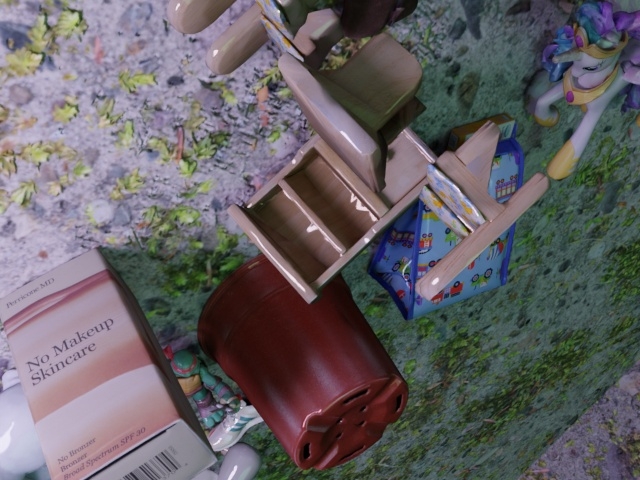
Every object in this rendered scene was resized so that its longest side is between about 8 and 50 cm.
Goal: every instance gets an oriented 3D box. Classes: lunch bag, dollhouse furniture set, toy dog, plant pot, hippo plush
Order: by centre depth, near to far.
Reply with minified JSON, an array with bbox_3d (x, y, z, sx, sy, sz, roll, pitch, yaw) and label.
[{"bbox_3d":[0.004,-0.077,0.789,0.256,0.362,0.394,-43,172,2],"label":"dollhouse furniture set"},{"bbox_3d":[-0.455,0.281,0.919,0.236,0.234,0.294,-56,168,-30],"label":"hippo plush"},{"bbox_3d":[-0.017,0.193,1.093,0.272,0.265,0.272,-22,139,-20],"label":"plant pot"},{"bbox_3d":[0.224,-0.036,1.165,0.221,0.138,0.293,-16,137,-25],"label":"lunch bag"},{"bbox_3d":[-0.272,0.510,1.331,0.333,0.161,0.220,-34,141,-32],"label":"toy dog"}]

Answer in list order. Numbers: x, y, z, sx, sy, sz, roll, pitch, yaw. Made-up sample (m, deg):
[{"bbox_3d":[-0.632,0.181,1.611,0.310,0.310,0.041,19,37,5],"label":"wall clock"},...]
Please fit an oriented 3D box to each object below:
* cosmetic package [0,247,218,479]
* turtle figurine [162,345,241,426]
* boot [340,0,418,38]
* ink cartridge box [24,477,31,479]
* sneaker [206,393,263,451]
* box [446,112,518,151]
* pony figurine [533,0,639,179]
[{"bbox_3d":[-0.264,0.168,0.842,0.153,0.296,0.129,-32,141,-12],"label":"cosmetic package"},{"bbox_3d":[-0.212,0.235,1.093,0.175,0.118,0.234,4,147,-6],"label":"turtle figurine"},{"bbox_3d":[0.120,-0.367,0.824,0.248,0.090,0.207,-32,156,-17],"label":"boot"},{"bbox_3d":[-0.491,0.417,1.100,0.088,0.052,0.122,-6,132,-36],"label":"ink cartridge box"},{"bbox_3d":[-0.154,0.320,1.290,0.161,0.057,0.075,-32,125,-8],"label":"sneaker"},{"bbox_3d":[0.271,-0.163,1.170,0.136,0.028,0.081,-21,139,-26],"label":"box"},{"bbox_3d":[0.493,-0.278,1.079,0.351,0.303,0.363,-28,157,-1],"label":"pony figurine"}]
